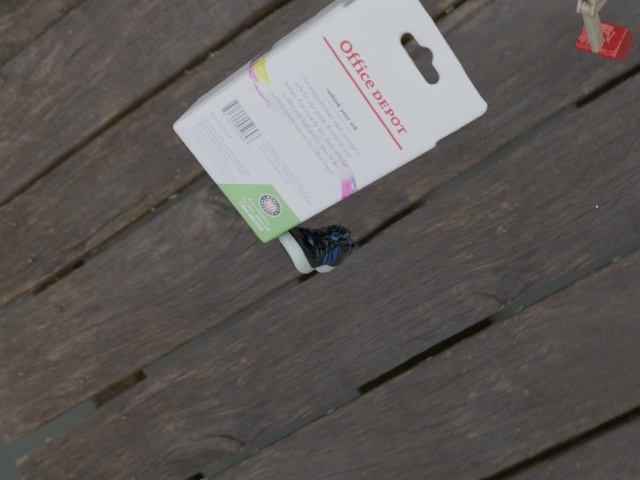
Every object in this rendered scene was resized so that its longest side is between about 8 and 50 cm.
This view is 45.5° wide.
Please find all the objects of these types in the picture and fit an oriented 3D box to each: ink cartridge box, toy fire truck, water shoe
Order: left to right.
[{"bbox_3d":[0.000,0.000,1.117,0.080,0.203,0.072,-34,80,11],"label":"water shoe"},{"bbox_3d":[0.015,-0.173,0.975,0.354,0.119,0.207,-28,109,27],"label":"ink cartridge box"},{"bbox_3d":[0.280,-0.260,0.737,0.047,0.192,0.135,29,102,31],"label":"toy fire truck"}]
